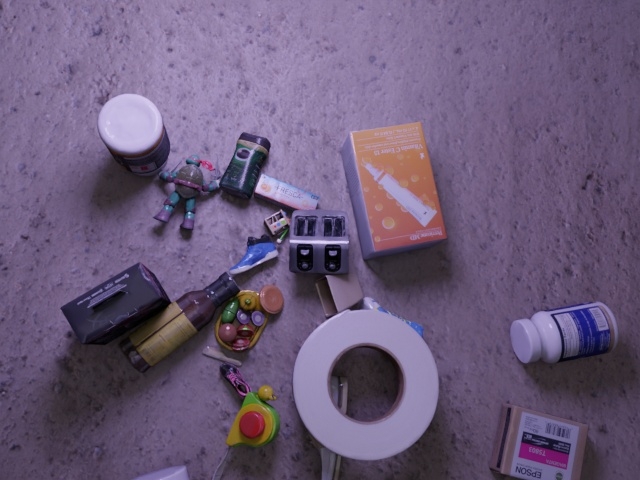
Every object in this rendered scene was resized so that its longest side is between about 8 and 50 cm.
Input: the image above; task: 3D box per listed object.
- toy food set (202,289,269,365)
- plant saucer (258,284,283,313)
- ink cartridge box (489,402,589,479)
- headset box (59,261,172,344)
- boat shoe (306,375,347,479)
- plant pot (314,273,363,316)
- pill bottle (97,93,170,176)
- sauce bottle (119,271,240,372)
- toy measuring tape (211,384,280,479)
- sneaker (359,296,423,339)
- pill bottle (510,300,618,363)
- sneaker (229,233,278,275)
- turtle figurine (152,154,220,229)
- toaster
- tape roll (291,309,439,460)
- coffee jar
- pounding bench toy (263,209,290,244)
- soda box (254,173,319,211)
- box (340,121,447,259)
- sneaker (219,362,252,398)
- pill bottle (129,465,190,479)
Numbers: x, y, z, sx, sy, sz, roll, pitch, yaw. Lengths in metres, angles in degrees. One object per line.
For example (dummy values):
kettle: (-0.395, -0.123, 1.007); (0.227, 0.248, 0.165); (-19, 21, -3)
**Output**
toy food set: (-0.225, 0.238, 1.766); (0.128, 0.071, 0.218); (27, 79, -2)
plant saucer: (-0.136, 0.164, 1.796); (0.083, 0.013, 0.083); (18, 62, -37)
ink cartridge box: (0.617, 0.583, 1.805); (0.234, 0.088, 0.193); (15, 78, -5)
headset box: (-0.511, 0.165, 1.630); (0.218, 0.293, 0.110); (-31, 86, -10)
boat shoe: (0.012, 0.519, 1.736); (0.103, 0.113, 0.302); (5, 73, 0)
plant pot: (0.058, 0.147, 1.805); (0.096, 0.109, 0.109); (-15, 82, -21)
pill bottle: (-0.489, -0.270, 1.713); (0.162, 0.278, 0.162); (1, 80, -7)
sauce bottle: (-0.372, 0.215, 1.732); (0.344, 0.111, 0.111); (-36, 86, -11)
toy measuring tape: (-0.190, 0.547, 1.698); (0.121, 0.121, 0.330); (23, 85, -3)
sneaker: (0.213, 0.250, 1.824); (0.126, 0.091, 0.240); (-28, 84, -29)
pill bottle: (0.695, 0.268, 1.835); (0.264, 0.153, 0.153); (-8, 82, -8)
sneaker: (-0.202, 0.035, 1.808); (0.152, 0.058, 0.085); (-26, 90, -15)
turtle figurine: (-0.377, -0.155, 1.797); (0.175, 0.118, 0.234); (18, 84, -4)
toaster: (0.000, 0.000, 1.783); (0.168, 0.110, 0.186); (2, 39, 1)
tape roll: (0.117, 0.375, 1.685); (0.392, 0.072, 0.392); (1, 77, -5)
coffee jar: (-0.214, -0.217, 1.837); (0.096, 0.079, 0.184); (18, 78, 19)
pounding bench toy: (-0.114, -0.037, 1.836); (0.065, 0.052, 0.083); (-30, 85, -11)
soda box: (-0.098, -0.128, 1.851); (0.183, 0.058, 0.063); (22, 78, -4)
box: (0.204, -0.139, 1.834); (0.215, 0.168, 0.345); (-11, 82, -9)
sneaker: (-0.231, 0.382, 1.749); (0.047, 0.057, 0.119); (-43, 87, -10)
pill bottle: (-0.369, 0.786, 1.576); (0.229, 0.229, 0.408); (-14, 82, -9)
